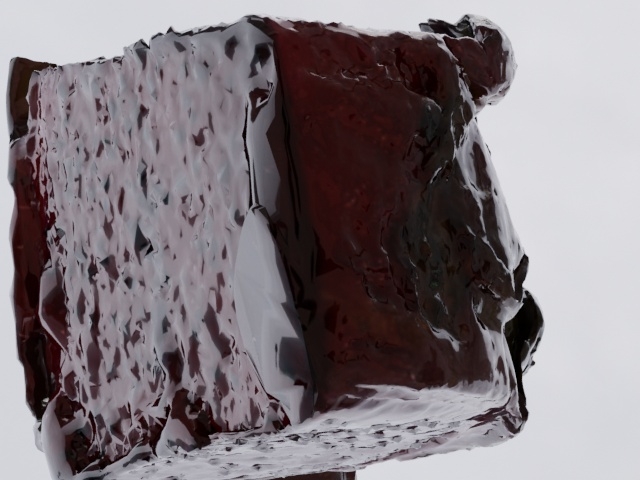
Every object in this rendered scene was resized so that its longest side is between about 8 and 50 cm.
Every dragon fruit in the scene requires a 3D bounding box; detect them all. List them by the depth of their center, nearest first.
[{"bbox_3d":[0.000,0.000,0.410,0.096,0.147,0.102,-8,-90,-31],"label":"dragon fruit"}]

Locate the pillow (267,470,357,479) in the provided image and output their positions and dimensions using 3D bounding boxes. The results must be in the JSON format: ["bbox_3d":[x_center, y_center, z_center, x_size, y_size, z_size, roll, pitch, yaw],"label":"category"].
[{"bbox_3d":[-0.036,0.059,0.700,0.118,0.043,0.185,-2,-79,-10],"label":"pillow"}]
